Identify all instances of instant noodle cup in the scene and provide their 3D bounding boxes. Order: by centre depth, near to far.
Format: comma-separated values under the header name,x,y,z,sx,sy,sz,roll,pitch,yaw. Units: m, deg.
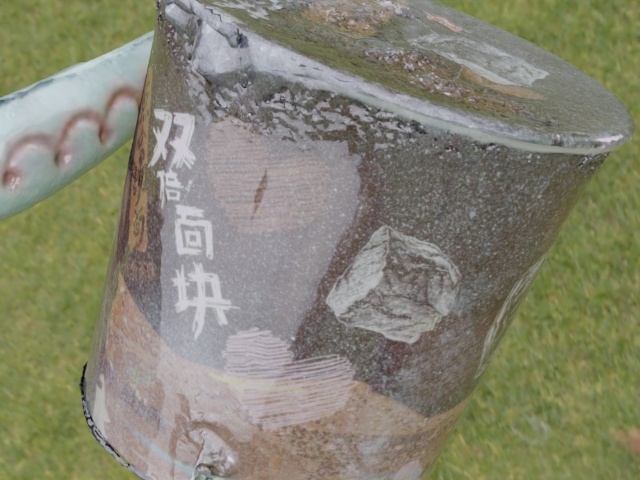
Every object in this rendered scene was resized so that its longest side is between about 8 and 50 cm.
name,x,y,z,sx,sy,sz,roll,pitch,yaw
instant noodle cup,0.000,0.000,0.594,0.217,0.217,0.207,37,117,37

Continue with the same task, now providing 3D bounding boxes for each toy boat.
name,x,y,z,sx,sy,sz,roll,pitch,yaw
toy boat,-0.160,-0.049,0.749,0.134,0.079,0.207,-9,19,42
